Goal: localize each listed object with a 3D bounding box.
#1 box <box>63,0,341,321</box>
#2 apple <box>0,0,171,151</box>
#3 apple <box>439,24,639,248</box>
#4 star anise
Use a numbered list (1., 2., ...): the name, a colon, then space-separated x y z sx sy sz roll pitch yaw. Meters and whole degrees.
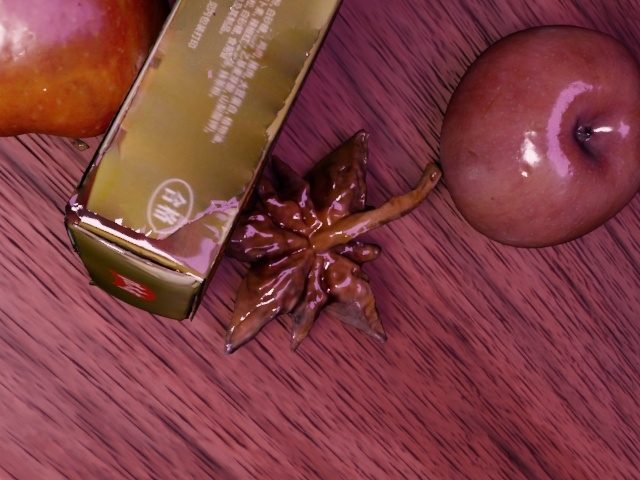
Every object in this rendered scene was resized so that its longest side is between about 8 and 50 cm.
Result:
1. box: -0.101 -0.139 0.960 0.138 0.373 0.420 26 76 -6
2. apple: -0.300 -0.242 0.936 0.288 0.288 0.316 -18 112 -23
3. apple: 0.309 -0.135 1.259 0.306 0.235 0.305 -3 98 -24
4. star anise: -0.001 0.002 1.199 0.350 0.109 0.292 1 103 -25
